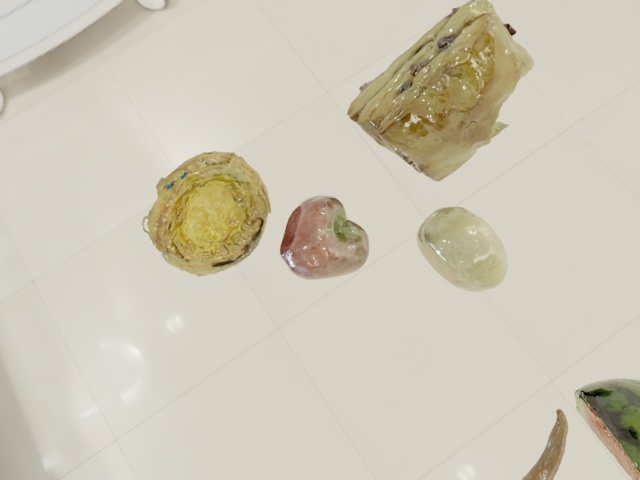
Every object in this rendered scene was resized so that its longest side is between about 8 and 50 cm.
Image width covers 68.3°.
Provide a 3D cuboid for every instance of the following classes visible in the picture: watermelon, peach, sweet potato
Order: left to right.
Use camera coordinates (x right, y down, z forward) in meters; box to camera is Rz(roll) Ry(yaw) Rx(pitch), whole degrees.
[{"bbox_3d":[0.000,0.000,0.827,0.152,0.152,0.152,-1,77,3],"label":"peach"},{"bbox_3d":[0.408,0.413,0.861,0.050,0.050,0.214,28,88,9],"label":"sweet potato"},{"bbox_3d":[0.263,0.165,0.396,0.069,0.163,0.087,20,110,-13],"label":"watermelon"}]

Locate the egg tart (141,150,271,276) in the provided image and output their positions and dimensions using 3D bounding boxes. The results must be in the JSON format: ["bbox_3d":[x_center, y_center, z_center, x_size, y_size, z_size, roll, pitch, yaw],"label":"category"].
[{"bbox_3d":[-0.242,-0.058,0.990,0.291,0.291,0.107,-48,47,-8],"label":"egg tart"}]

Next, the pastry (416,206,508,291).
[{"bbox_3d":[0.226,0.018,0.761,0.092,0.156,0.156,-37,77,-1],"label":"pastry"}]

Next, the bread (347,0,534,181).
[{"bbox_3d":[0.271,-0.280,1.011,0.370,0.314,0.191,-28,53,36],"label":"bread"}]
